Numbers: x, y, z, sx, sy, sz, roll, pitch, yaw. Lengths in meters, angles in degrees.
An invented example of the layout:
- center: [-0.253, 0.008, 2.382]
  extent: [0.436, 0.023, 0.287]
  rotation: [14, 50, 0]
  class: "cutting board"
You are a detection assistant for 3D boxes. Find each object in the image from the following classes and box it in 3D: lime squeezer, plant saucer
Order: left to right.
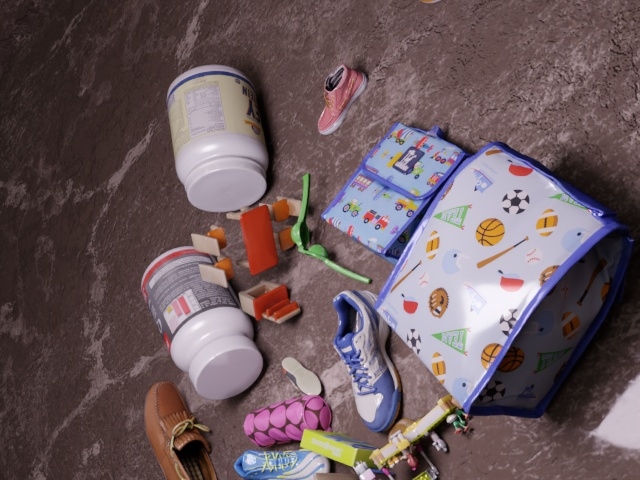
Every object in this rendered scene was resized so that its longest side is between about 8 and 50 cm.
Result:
- center: [0.000, 0.000, 1.961]
  extent: [0.110, 0.059, 0.310]
  rotation: [-28, 64, -3]
  class: "lime squeezer"
- center: [0.163, 0.395, 1.722]
  extent: [0.083, 0.015, 0.083]
  rotation: [-18, 65, 42]
  class: "plant saucer"

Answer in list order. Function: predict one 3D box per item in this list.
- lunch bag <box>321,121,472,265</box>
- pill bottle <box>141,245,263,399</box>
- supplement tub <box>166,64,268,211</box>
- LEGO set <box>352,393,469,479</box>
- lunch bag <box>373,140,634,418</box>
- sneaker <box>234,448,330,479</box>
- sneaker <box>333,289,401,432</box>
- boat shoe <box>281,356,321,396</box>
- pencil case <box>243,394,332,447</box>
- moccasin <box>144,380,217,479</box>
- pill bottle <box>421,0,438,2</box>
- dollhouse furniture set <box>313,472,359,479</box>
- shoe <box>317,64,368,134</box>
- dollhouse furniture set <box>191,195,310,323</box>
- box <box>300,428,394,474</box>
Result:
- center: [0.179, -0.106, 1.807]
  extent: [0.221, 0.138, 0.293]
  rotation: [32, 89, 48]
  class: "lunch bag"
- center: [-0.289, 0.198, 2.118]
  extent: [0.210, 0.210, 0.363]
  rotation: [-54, 45, 20]
  class: "pill bottle"
- center: [-0.262, -0.260, 2.217]
  extent: [0.235, 0.235, 0.324]
  rotation: [-35, 55, 34]
  class: "supplement tub"
- center: [0.203, 0.386, 1.623]
  extent: [0.287, 0.132, 0.107]
  rotation: [-37, 71, -1]
  class: "LEGO set"
- center: [0.325, 0.060, 1.501]
  extent: [0.328, 0.239, 0.385]
  rotation: [45, 118, 46]
  class: "lunch bag"
- center: [-0.094, 0.498, 1.878]
  extent: [0.240, 0.126, 0.091]
  rotation: [-18, 65, 43]
  class: "sneaker"
- center: [0.079, 0.245, 1.776]
  extent: [0.112, 0.131, 0.296]
  rotation: [-26, 61, 37]
  class: "sneaker"
- center: [-0.041, 0.315, 1.945]
  extent: [0.137, 0.049, 0.043]
  rotation: [37, 147, 44]
  class: "boat shoe"
- center: [-0.072, 0.407, 1.916]
  extent: [0.209, 0.098, 0.095]
  rotation: [-21, 29, 43]
  class: "pencil case"
- center: [-0.331, 0.509, 2.117]
  extent: [0.147, 0.139, 0.380]
  rotation: [-43, 51, 28]
  class: "moccasin"
- center: [0.175, -0.628, 1.847]
  extent: [0.152, 0.272, 0.152]
  rotation: [-18, 65, 42]
  class: "pill bottle"
- center: [-0.001, 0.569, 1.759]
  extent: [0.151, 0.123, 0.144]
  rotation: [-36, 53, 34]
  class: "dollhouse furniture set"
- center: [0.031, -0.334, 2.047]
  extent: [0.178, 0.081, 0.063]
  rotation: [-52, 46, 22]
  class: "shoe"
- center: [-0.132, 0.048, 1.994]
  extent: [0.135, 0.262, 0.259]
  rotation: [14, 121, 46]
  class: "dollhouse furniture set"
- center: [0.057, 0.427, 1.754]
  extent: [0.178, 0.109, 0.042]
  rotation: [8, 82, 47]
  class: "box"
